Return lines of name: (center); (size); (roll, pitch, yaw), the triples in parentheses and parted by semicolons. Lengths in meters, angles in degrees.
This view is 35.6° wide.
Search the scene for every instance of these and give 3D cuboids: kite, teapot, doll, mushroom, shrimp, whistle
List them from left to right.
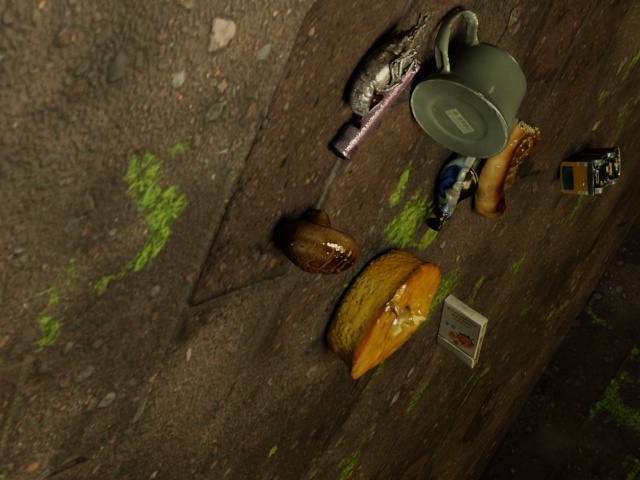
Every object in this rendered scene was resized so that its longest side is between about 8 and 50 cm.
mushroom: (-0.004, 0.007, 1.405); (0.085, 0.109, 0.126); (-53, 142, 8)
whistle: (0.077, -0.186, 1.380); (0.176, 0.033, 0.033); (-52, 157, -7)
shrimp: (0.096, -0.236, 1.322); (0.165, 0.056, 0.065); (-44, 141, 0)
doll: (0.243, -0.097, 1.787); (0.096, 0.070, 0.195); (-55, 170, -42)
teapot: (0.237, -0.237, 1.496); (0.149, 0.162, 0.239); (-54, 129, -24)
kite: (0.316, -0.358, 1.648); (0.044, 0.002, 0.078); (-24, 141, -51)

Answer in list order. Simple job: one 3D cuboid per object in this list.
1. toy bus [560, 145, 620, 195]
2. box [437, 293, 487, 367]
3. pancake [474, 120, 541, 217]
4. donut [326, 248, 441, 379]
toy bus: (0.665, -0.172, 2.452); (0.182, 0.103, 0.091); (-25, 114, -49)
box: (0.329, 0.214, 2.327); (0.029, 0.109, 0.198); (-42, 154, -26)
pancake: (0.365, -0.137, 1.981); (0.212, 0.056, 0.257); (-60, 157, 13)
donut: (0.116, 0.133, 1.795); (0.253, 0.118, 0.253); (-44, 153, -29)
